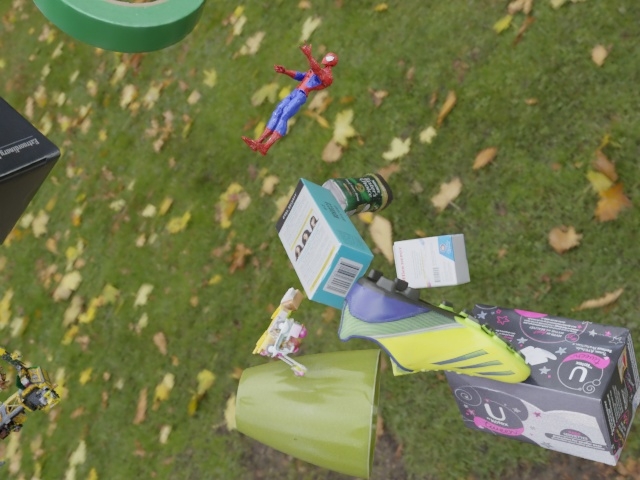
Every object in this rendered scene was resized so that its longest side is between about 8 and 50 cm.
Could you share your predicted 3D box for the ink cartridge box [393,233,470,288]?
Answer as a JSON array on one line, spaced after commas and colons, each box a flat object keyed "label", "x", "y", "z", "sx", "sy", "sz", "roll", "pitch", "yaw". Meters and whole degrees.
[{"label": "ink cartridge box", "x": 0.199, "y": 0.038, "z": 1.465, "sx": 0.122, "sy": 0.052, "sz": 0.088, "roll": -8, "pitch": 90, "yaw": 38}]

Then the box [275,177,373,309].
[{"label": "box", "x": 0.000, "y": 0.000, "z": 1.264, "sx": 0.100, "sy": 0.060, "sz": 0.244, "roll": -61, "pitch": 26, "yaw": 18}]

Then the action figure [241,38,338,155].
[{"label": "action figure", "x": -0.077, "y": -0.334, "z": 1.793, "sx": 0.280, "sy": 0.139, "sz": 0.091, "roll": -46, "pitch": 32, "yaw": -9}]

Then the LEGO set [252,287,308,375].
[{"label": "LEGO set", "x": -0.059, "y": 0.202, "z": 1.694, "sx": 0.132, "sy": 0.107, "sz": 0.287, "roll": -56, "pitch": 4, "yaw": 9}]

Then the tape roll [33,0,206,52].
[{"label": "tape roll", "x": -0.353, "y": -0.482, "z": 1.433, "sx": 0.077, "sy": 0.321, "sz": 0.321, "roll": 130, "pitch": 160, "yaw": -58}]

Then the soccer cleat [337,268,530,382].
[{"label": "soccer cleat", "x": 0.155, "y": 0.142, "z": 1.121, "sx": 0.121, "sy": 0.289, "sz": 0.093, "roll": -63, "pitch": 16, "yaw": 5}]

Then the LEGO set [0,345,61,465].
[{"label": "LEGO set", "x": -0.622, "y": 0.294, "z": 1.442, "sx": 0.255, "sy": 0.331, "sz": 0.192, "roll": -34, "pitch": 40, "yaw": -9}]

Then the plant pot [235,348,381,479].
[{"label": "plant pot", "x": -0.026, "y": 0.361, "z": 1.761, "sx": 0.275, "sy": 0.293, "sz": 0.274, "roll": 4, "pitch": -90, "yaw": -83}]

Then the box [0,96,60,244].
[{"label": "box", "x": -0.613, "y": -0.141, "z": 1.079, "sx": 0.212, "sy": 0.395, "sz": 0.293, "roll": -48, "pitch": 0, "yaw": 26}]

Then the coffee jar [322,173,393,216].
[{"label": "coffee jar", "x": 0.091, "y": -0.110, "z": 1.977, "sx": 0.096, "sy": 0.184, "sz": 0.079, "roll": 57, "pitch": 131, "yaw": 20}]

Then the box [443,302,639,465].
[{"label": "box", "x": 0.336, "y": 0.216, "z": 1.236, "sx": 0.247, "sy": 0.163, "sz": 0.142, "roll": 8, "pitch": 46, "yaw": 38}]
